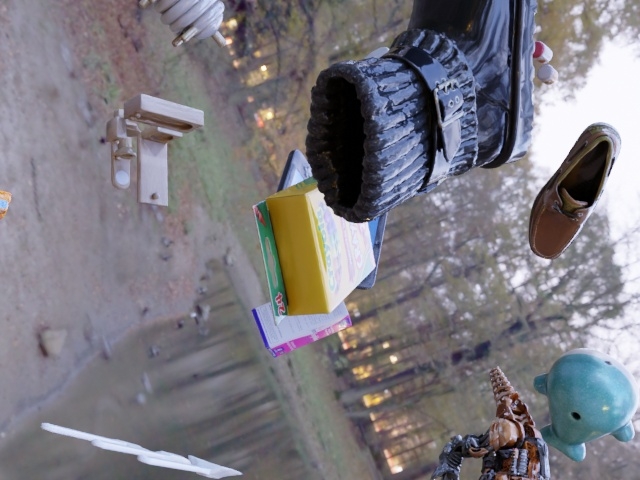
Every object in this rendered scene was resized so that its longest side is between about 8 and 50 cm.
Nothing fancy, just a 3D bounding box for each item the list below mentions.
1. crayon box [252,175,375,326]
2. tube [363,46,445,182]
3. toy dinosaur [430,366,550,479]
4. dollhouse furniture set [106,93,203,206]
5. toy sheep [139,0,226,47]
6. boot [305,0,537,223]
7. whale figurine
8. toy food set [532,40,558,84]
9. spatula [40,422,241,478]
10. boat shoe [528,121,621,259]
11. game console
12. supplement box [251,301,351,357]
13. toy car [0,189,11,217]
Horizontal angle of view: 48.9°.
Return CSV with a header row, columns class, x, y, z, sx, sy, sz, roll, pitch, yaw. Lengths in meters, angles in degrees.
class,x,y,z,sx,sy,sz,roll,pitch,yaw
crayon box,0.000,0.000,1.204,0.318,0.081,0.202,-37,119,-63
tube,0.149,-0.186,1.065,0.240,0.070,0.062,44,56,-32
toy dinosaur,0.338,0.387,1.268,0.164,0.218,0.322,36,44,-2
dollhouse furniture set,-0.265,-0.136,1.120,0.144,0.151,0.123,8,75,-46
toy sheep,-0.166,-0.294,0.880,0.132,0.091,0.091,51,7,-27
boot,0.100,-0.209,0.745,0.131,0.260,0.348,11,-65,58
whale figurine,0.522,0.352,1.426,0.216,0.141,0.272,31,-51,24
toy food set,0.440,-0.433,1.659,0.232,0.111,0.104,24,9,38
spatula,-0.202,0.248,0.828,0.242,0.168,0.019,59,46,-63
boat shoe,0.493,-0.087,1.400,0.104,0.110,0.307,-46,155,-60
game console,0.023,-0.056,1.691,0.250,0.173,0.293,55,35,-39
supplement box,-0.045,0.193,1.765,0.111,0.220,0.114,70,-4,-66
toy car,-0.555,-0.068,1.134,0.122,0.060,0.040,36,18,-49
